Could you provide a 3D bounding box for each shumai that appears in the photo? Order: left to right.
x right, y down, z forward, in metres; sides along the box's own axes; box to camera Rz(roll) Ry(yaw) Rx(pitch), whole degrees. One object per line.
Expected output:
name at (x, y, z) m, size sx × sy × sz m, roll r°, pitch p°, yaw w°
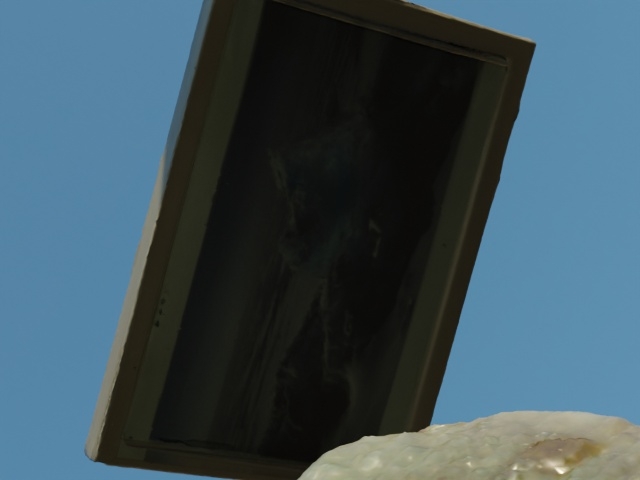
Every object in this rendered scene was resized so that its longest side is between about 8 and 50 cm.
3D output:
shumai at (0.076, 0.149, 0.616) m, size 0.201 × 0.201 × 0.120 m, roll -22°, pitch -64°, yaw -25°

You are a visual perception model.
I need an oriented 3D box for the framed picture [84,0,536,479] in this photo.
framed picture at (0.000, 0.000, 1.408) m, size 0.326 × 0.028 × 0.446 m, roll 11°, pitch -83°, yaw -29°
